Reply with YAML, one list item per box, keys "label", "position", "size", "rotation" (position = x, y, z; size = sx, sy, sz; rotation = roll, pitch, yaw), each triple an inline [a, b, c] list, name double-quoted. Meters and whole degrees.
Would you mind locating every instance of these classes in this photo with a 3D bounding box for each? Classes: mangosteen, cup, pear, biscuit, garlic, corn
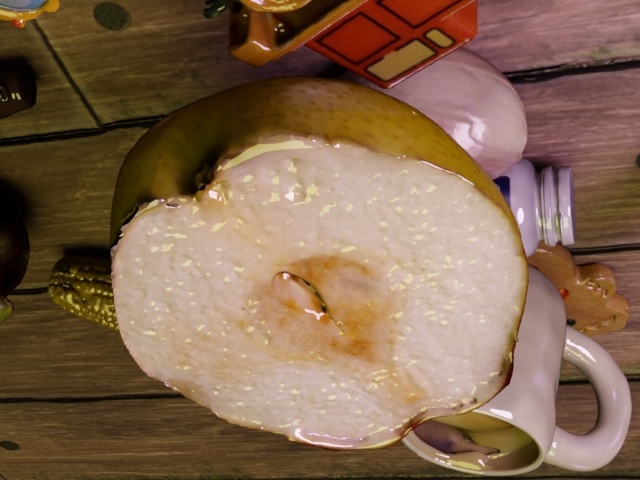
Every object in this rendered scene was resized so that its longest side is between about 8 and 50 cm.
- label: "mangosteen"
  position: [-0.418, 0.029, 1.321]
  size: [0.166, 0.180, 0.166]
  rotation: [-4, 146, -2]
- label: "cup"
  position: [0.219, 0.139, 1.256]
  size: [0.255, 0.202, 0.173]
  rotation: [8, 146, 11]
- label: "pear"
  position: [0.000, 0.000, 0.997]
  size: [0.340, 0.191, 0.386]
  rotation: [-24, 133, 17]
- label: "biscuit"
  position: [0.258, 0.059, 1.340]
  size: [0.166, 0.036, 0.225]
  rotation: [-23, 133, 38]
- label: "garlic"
  position: [0.097, -0.127, 1.074]
  size: [0.206, 0.128, 0.115]
  rotation: [15, 120, 4]
- label: "corn"
  position: [-0.207, 0.079, 1.420]
  size: [0.261, 0.097, 0.097]
  rotation: [16, 143, -5]

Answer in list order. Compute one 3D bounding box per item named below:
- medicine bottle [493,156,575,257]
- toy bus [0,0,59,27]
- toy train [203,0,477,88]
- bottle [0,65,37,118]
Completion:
- label: "medicine bottle"
  position: [0.162, -0.031, 1.176]
  size: [0.191, 0.107, 0.107]
  rotation: [-2, 142, 16]
- label: "toy bus"
  position: [-0.222, -0.268, 0.864]
  size: [0.126, 0.210, 0.136]
  rotation: [20, 153, -16]
- label: "toy train"
  position: [0.056, -0.247, 0.869]
  size: [0.231, 0.163, 0.369]
  rotation: [23, 144, -39]
- label: "bottle"
  position: [-0.368, -0.145, 1.179]
  size: [0.164, 0.060, 0.060]
  rotation: [-8, 141, 21]
